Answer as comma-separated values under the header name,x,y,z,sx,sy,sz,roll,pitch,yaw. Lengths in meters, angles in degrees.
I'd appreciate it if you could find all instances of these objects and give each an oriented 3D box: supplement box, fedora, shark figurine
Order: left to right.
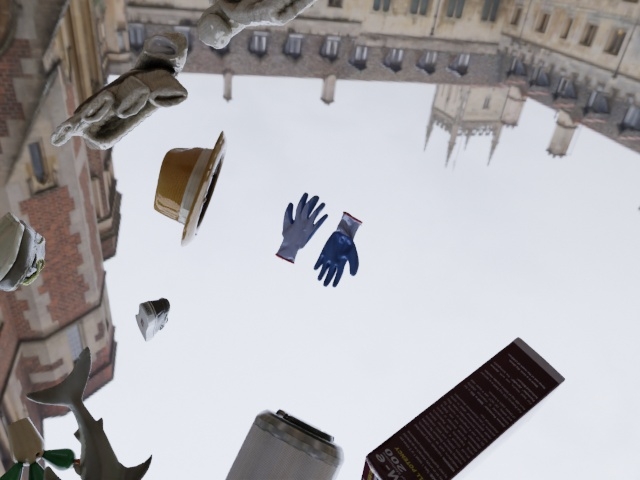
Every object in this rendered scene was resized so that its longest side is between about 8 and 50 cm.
name,x,y,z,sx,sy,sz,roll,pitch,yaw
shark figurine,-0.290,0.295,0.656,0.116,0.166,0.278,-30,-133,-1
fedora,-0.203,-0.087,0.734,0.079,0.194,0.194,19,-150,-10
supplement box,0.161,0.228,0.566,0.240,0.130,0.073,-29,-125,-23

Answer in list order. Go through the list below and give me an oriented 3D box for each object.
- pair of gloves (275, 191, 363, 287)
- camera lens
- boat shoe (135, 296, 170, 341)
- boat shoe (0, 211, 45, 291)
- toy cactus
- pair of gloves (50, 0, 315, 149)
name,x,y,z,sx,sy,sz,roll,pitch,yaw
pair of gloves,0.000,0.000,0.984,0.198,0.159,0.023,28,-168,22
camera lens,-0.090,0.524,1.045,0.220,0.219,0.274,20,-109,21
boat shoe,-0.418,0.200,1.221,0.070,0.219,0.077,-21,-101,-31
boat shoe,-0.548,0.026,0.874,0.109,0.091,0.305,-50,-145,-11
toy cactus,-0.475,0.389,0.809,0.219,0.112,0.180,-11,-111,-55
pair of gloves,-0.098,-0.162,0.384,0.240,0.042,0.204,-35,-150,4
